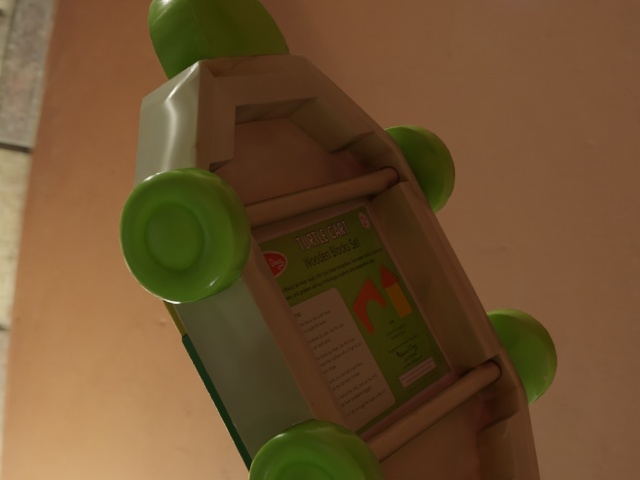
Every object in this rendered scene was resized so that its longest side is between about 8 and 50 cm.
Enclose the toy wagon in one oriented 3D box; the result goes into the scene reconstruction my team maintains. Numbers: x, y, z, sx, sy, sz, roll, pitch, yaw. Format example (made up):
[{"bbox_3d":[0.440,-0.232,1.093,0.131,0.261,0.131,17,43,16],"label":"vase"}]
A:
[{"bbox_3d":[0.000,0.000,0.722,0.068,0.267,0.344,-30,-95,26],"label":"toy wagon"}]
